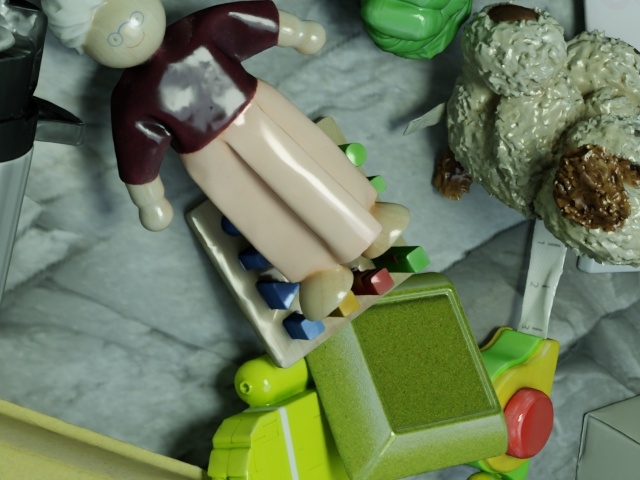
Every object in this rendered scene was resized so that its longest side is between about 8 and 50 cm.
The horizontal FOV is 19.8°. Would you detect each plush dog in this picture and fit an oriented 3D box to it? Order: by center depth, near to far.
[{"bbox_3d":[0.221,-0.064,1.614,0.262,0.225,0.210,10,121,-52],"label":"plush dog"}]

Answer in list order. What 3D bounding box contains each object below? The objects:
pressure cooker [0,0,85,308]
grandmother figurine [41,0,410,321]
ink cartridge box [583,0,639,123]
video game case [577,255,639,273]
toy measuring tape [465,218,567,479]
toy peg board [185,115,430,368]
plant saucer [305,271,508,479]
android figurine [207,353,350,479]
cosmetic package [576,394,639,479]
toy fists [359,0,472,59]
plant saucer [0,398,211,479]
[{"bbox_3d":[-0.366,-0.031,1.092,0.370,0.375,0.420,-34,139,-75],"label":"pressure cooker"},{"bbox_3d":[-0.077,-0.100,1.423,0.342,0.104,0.208,43,78,-25],"label":"grandmother figurine"},{"bbox_3d":[0.367,-0.197,1.722,0.066,0.232,0.189,-56,143,-54],"label":"ink cartridge box"},{"bbox_3d":[0.361,-0.070,1.895,0.193,0.023,0.212,-1,109,-39],"label":"video game case"},{"bbox_3d":[0.175,0.104,1.764,0.121,0.121,0.330,6,96,-41],"label":"toy measuring tape"},{"bbox_3d":[0.000,0.000,1.554,0.161,0.079,0.161,-36,103,-22],"label":"toy peg board"},{"bbox_3d":[0.081,0.113,1.650,0.188,0.045,0.188,-7,69,-37],"label":"plant saucer"},{"bbox_3d":[-0.020,0.220,1.614,0.273,0.056,0.248,-21,102,-56],"label":"android figurine"},{"bbox_3d":[0.431,0.243,2.015,0.296,0.129,0.153,-14,118,-34],"label":"cosmetic package"},{"bbox_3d":[0.123,-0.279,1.529,0.279,0.096,0.142,-56,158,-5],"label":"toy fists"},{"bbox_3d":[-0.290,0.281,1.474,0.333,0.081,0.332,27,91,-43],"label":"plant saucer"}]
